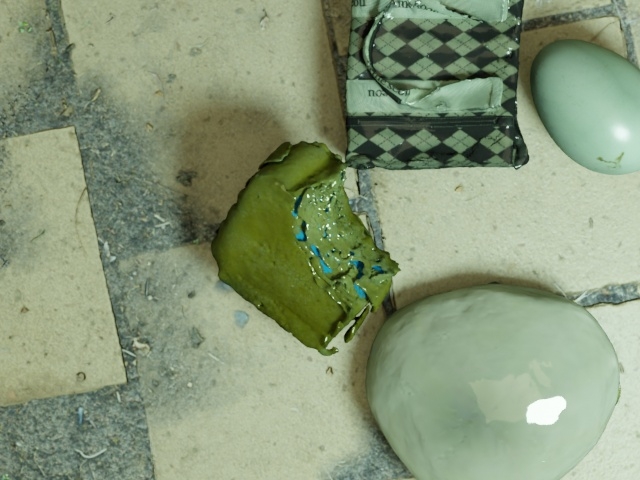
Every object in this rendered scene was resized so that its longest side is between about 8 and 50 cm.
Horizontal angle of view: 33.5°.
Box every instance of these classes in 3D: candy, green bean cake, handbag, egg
[{"bbox_3d":[0.298,0.257,1.827,0.426,0.186,0.386,-24,85,11],"label":"candy"},{"bbox_3d":[0.000,0.000,1.814,0.310,0.202,0.285,42,136,2],"label":"green bean cake"},{"bbox_3d":[0.208,-0.316,1.795,0.316,0.180,0.416,6,97,20],"label":"handbag"},{"bbox_3d":[0.462,-0.227,1.788,0.183,0.183,0.264,-43,82,6],"label":"egg"}]

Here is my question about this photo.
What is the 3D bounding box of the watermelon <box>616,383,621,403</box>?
[{"bbox_3d":[0.480,0.255,1.876,0.105,0.062,0.106,0,91,26],"label":"watermelon"}]
